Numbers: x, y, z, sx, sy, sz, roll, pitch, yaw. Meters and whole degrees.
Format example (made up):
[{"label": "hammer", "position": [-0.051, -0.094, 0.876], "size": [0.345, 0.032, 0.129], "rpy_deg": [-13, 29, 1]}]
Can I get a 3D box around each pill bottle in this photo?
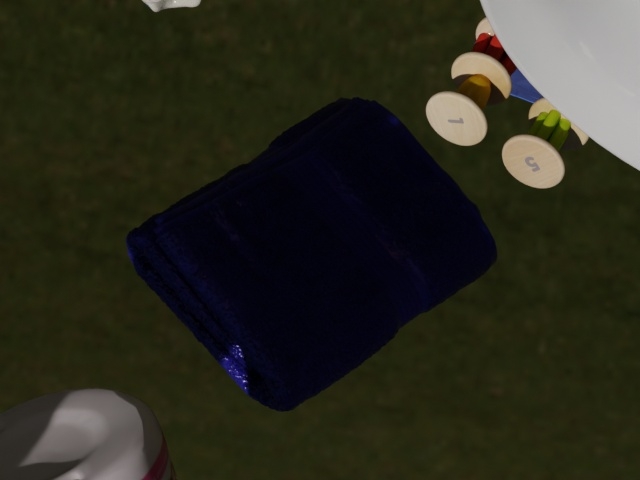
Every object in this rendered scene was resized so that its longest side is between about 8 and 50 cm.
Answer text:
[{"label": "pill bottle", "position": [-0.148, 0.259, 1.340], "size": [0.160, 0.160, 0.283], "rpy_deg": [-1, 119, 32]}]

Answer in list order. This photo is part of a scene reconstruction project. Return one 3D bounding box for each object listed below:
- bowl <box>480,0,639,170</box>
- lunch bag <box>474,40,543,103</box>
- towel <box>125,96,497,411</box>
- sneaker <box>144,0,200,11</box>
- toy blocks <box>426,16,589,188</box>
[{"label": "bowl", "position": [0.223, -0.125, 0.819], "size": [0.298, 0.134, 0.298], "rpy_deg": [21, 157, 10]}, {"label": "lunch bag", "position": [0.188, -0.167, 1.778], "size": [0.098, 0.067, 0.065], "rpy_deg": [21, 145, -8]}, {"label": "towel", "position": [0.000, 0.000, 1.796], "size": [0.227, 0.308, 0.076], "rpy_deg": [46, 144, 14]}, {"label": "sneaker", "position": [-0.096, -0.215, 1.331], "size": [0.087, 0.092, 0.229], "rpy_deg": [-12, 179, -6]}, {"label": "toy blocks", "position": [0.168, -0.125, 1.559], "size": [0.123, 0.148, 0.054], "rpy_deg": [30, 144, 5]}]
